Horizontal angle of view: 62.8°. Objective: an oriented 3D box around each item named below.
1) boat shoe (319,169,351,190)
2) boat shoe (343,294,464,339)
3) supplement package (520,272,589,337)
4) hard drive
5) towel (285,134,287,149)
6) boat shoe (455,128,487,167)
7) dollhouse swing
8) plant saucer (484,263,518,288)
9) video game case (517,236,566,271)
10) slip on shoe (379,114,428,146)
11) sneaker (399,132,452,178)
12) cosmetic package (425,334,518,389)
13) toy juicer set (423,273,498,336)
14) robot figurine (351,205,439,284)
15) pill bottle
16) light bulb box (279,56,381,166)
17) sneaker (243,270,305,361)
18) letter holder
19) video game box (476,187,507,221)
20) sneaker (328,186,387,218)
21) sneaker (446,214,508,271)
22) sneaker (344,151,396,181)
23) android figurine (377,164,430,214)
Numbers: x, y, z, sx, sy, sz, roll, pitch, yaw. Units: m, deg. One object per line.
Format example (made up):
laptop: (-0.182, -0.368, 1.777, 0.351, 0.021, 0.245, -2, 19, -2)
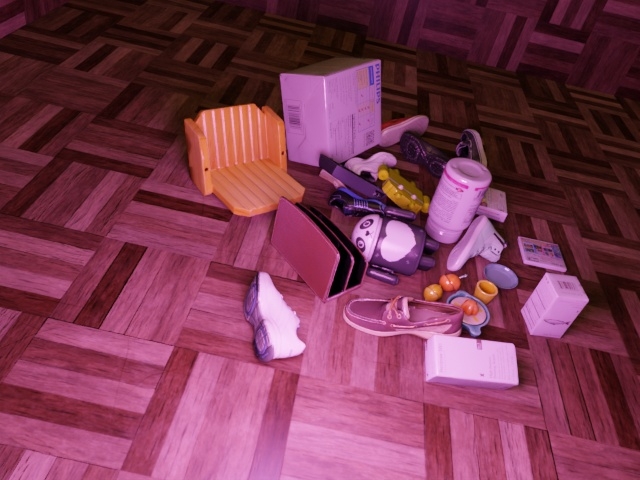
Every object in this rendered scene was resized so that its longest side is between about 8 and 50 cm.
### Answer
boat shoe: (0.057, -0.229, 2.038, 0.153, 0.048, 0.056, 42, 22, 21)
boat shoe: (0.235, 0.202, 1.495, 0.342, 0.123, 0.123, 9, 45, 11)
supplement package: (0.717, 0.202, 1.616, 0.105, 0.179, 0.105, 7, 40, -8)
hard drive: (0.116, -0.230, 1.941, 0.255, 0.054, 0.172, 24, 12, -33)
towel: (-0.191, -0.408, 2.185, 0.152, 0.023, 0.113, -18, 49, -32)
boat shoe: (0.665, -0.409, 2.376, 0.102, 0.108, 0.301, 8, 47, -9)
dollhouse swing: (-0.245, -0.295, 1.852, 0.347, 0.314, 0.305, -18, 29, -33)
plant saucer: (0.614, 0.128, 1.795, 0.120, 0.021, 0.119, 7, 40, -6)
video game case: (0.821, 0.050, 1.948, 0.157, 0.019, 0.143, 12, 40, -1)
slip on shoe: (0.369, -0.516, 2.405, 0.332, 0.123, 0.101, -22, 48, -29)
sneaker: (0.468, -0.374, 2.288, 0.286, 0.109, 0.130, 44, 42, 19)
cosmetic package: (0.408, 0.332, 1.427, 0.231, 0.085, 0.117, 7, 62, -9)
toy juicer set: (0.412, 0.202, 1.599, 0.209, 0.089, 0.329, 25, 42, 12)
robot figurine: (0.237, 0.015, 1.699, 0.278, 0.173, 0.209, 17, 38, 2)
pill bottle: (0.478, -0.136, 1.859, 0.161, 0.283, 0.160, 8, 40, -7)
light bulb box: (0.054, -0.521, 2.096, 0.225, 0.357, 0.361, 19, 36, 35)
sneaker: (-0.130, 0.209, 1.447, 0.129, 0.111, 0.297, 10, 41, -29)
letter holder: (0.000, 0.000, 1.618, 0.152, 0.214, 0.302, -20, 50, -33)
video game box: (0.649, -0.163, 2.109, 0.187, 0.048, 0.205, 21, 34, 5)
sneaker: (0.139, -0.113, 1.901, 0.232, 0.081, 0.090, 24, 48, 19)
sneaker: (0.552, 0.045, 1.821, 0.151, 0.094, 0.256, 45, 65, -8)
sneaker: (0.216, -0.282, 2.121, 0.232, 0.090, 0.115, -16, 55, -19)
android figurine: (0.314, -0.189, 1.982, 0.248, 0.056, 0.273, 36, 24, -7)
